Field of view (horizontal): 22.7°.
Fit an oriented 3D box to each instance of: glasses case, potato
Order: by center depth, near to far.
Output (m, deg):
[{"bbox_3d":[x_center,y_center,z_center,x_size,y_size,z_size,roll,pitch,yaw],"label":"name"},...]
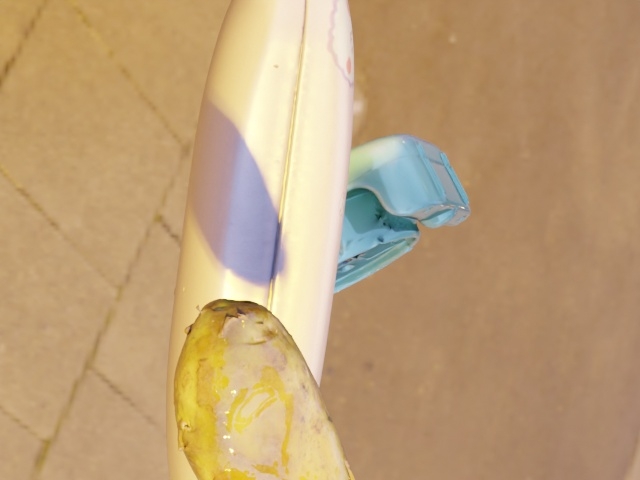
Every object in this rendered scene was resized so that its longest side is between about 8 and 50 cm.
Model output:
[{"bbox_3d":[-0.018,0.060,0.470,0.046,0.045,0.092,-26,109,-18],"label":"potato"},{"bbox_3d":[-0.031,0.007,0.793,0.113,0.075,0.296,-146,-116,-77],"label":"glasses case"}]

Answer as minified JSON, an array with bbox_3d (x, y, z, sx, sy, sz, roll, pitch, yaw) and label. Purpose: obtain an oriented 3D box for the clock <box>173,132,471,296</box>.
[{"bbox_3d":[-0.001,-0.001,1.030,0.060,0.189,0.148,64,17,9],"label":"clock"}]
